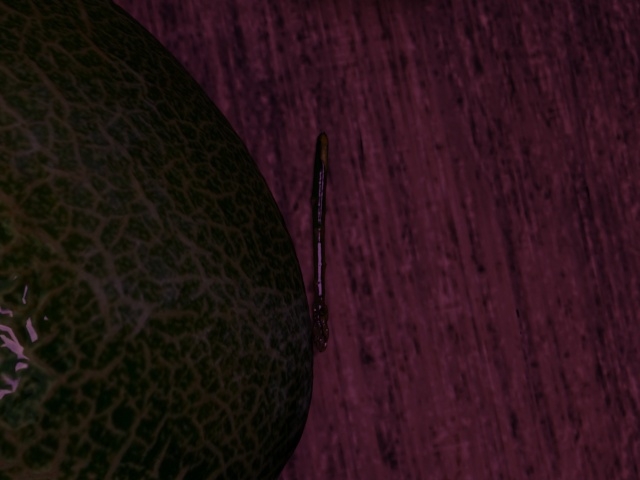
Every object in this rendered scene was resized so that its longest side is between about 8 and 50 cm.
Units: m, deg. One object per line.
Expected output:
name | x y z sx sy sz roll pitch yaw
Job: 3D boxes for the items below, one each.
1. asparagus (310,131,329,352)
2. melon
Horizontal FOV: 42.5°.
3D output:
asparagus | 0.000 0.000 0.612 0.016 0.013 0.165 1 85 1
melon | -0.143 0.032 0.509 0.344 0.226 0.331 37 37 -4
